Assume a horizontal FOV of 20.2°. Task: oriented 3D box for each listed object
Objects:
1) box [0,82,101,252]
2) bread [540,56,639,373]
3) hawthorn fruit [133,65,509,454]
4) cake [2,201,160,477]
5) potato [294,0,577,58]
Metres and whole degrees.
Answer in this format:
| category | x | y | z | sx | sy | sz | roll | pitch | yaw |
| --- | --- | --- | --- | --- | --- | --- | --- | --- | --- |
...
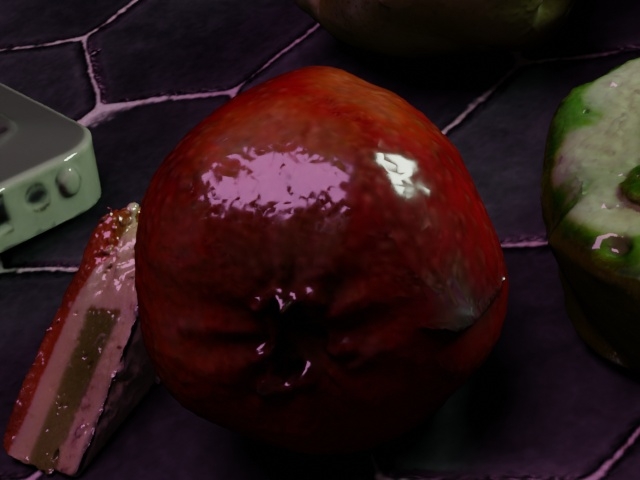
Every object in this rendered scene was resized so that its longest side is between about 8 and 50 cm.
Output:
| category | x | y | z | sx | sy | sz | roll | pitch | yaw |
| --- | --- | --- | --- | --- | --- | --- | --- | --- | --- |
| box | -0.436 | -0.053 | 1.672 | 0.367 | 0.090 | 0.373 | -29 | 34 | -28 |
| bread | 0.348 | -0.046 | 1.261 | 0.382 | 0.129 | 0.366 | -33 | 37 | -16 |
| hawthorn fruit | 0.000 | 0.000 | 1.295 | 0.265 | 0.265 | 0.307 | -10 | 29 | 16 |
| cake | -0.169 | 0.066 | 1.403 | 0.086 | 0.117 | 0.220 | 17 | 49 | 33 |
| potato | 0.104 | -0.261 | 1.622 | 0.351 | 0.202 | 0.218 | -4 | 54 | 47 |
